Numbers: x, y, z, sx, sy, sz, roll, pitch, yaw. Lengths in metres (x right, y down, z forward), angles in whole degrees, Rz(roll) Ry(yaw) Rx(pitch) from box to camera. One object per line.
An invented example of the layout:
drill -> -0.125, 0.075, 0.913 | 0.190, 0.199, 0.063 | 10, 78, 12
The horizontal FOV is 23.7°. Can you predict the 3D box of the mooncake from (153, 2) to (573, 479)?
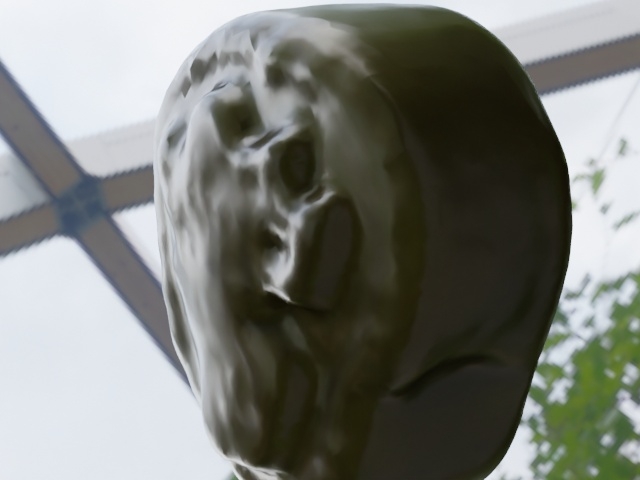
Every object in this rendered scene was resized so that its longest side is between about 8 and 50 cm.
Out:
mooncake -> 0.000, 0.000, 0.676 | 0.117, 0.235, 0.234 | -12, -55, -31
